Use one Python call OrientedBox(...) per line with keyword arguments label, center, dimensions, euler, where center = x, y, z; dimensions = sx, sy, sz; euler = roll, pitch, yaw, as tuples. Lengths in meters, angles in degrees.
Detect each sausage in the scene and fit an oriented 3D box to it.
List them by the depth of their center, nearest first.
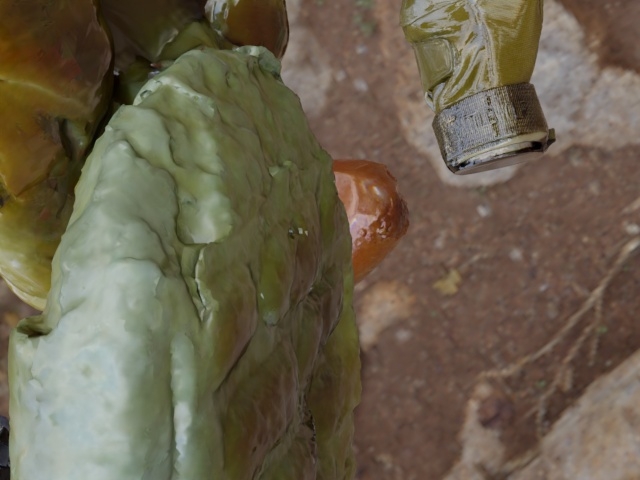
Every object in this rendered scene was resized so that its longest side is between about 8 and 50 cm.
OrientedBox(label="sausage", center=(-0.001, 0.000, 1.930), dimensions=(0.268, 0.141, 0.153), euler=(-41, 66, 25))

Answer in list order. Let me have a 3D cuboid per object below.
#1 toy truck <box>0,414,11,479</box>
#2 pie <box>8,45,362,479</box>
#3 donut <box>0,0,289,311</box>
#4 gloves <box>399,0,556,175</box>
OrientedBox(label="toy truck", center=(-0.387, 0.319, 1.863), dimensions=(0.216, 0.110, 0.116), euler=(34, 133, -29))
OrientedBox(label="pie", center=(-0.035, 0.066, 0.566), dimensions=(0.071, 0.306, 0.306), euler=(5, 127, 12))
OrientedBox(label="donut", center=(-0.138, -0.138, 0.823), dimensions=(0.170, 0.360, 0.360), euler=(17, 131, 25))
OrientedBox(label="gloves", center=(0.145, -0.231, 1.371), dimensions=(0.154, 0.141, 0.331), euler=(101, 164, -84))
